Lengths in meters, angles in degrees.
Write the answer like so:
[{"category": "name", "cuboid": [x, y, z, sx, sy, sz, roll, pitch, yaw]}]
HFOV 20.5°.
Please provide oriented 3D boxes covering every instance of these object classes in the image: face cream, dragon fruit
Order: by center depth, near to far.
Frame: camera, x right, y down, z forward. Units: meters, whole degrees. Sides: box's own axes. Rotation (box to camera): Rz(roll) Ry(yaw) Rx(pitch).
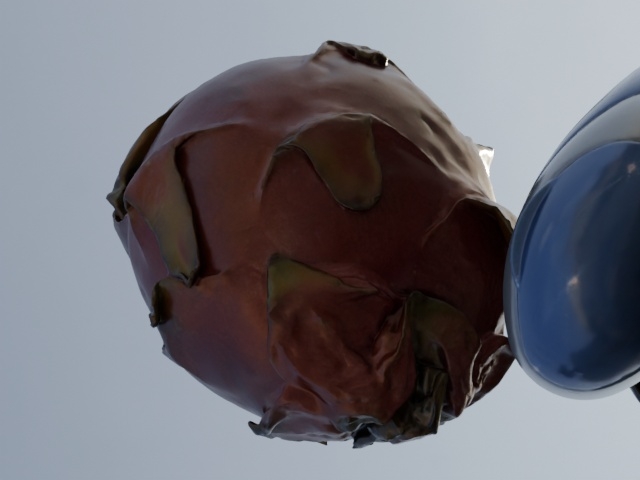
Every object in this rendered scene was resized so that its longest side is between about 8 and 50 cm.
[{"category": "face cream", "cuboid": [0.128, -0.006, 0.725, 0.264, 0.083, 0.149, -33, -36, -73]}, {"category": "dragon fruit", "cuboid": [-0.001, -0.001, 1.083, 0.250, 0.315, 0.250, -1, -75, -4]}]

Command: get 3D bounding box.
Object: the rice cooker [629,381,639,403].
[{"category": "rice cooker", "cuboid": [0.291, 0.034, 1.113, 0.241, 0.227, 0.280, 55, -172, -31]}]
